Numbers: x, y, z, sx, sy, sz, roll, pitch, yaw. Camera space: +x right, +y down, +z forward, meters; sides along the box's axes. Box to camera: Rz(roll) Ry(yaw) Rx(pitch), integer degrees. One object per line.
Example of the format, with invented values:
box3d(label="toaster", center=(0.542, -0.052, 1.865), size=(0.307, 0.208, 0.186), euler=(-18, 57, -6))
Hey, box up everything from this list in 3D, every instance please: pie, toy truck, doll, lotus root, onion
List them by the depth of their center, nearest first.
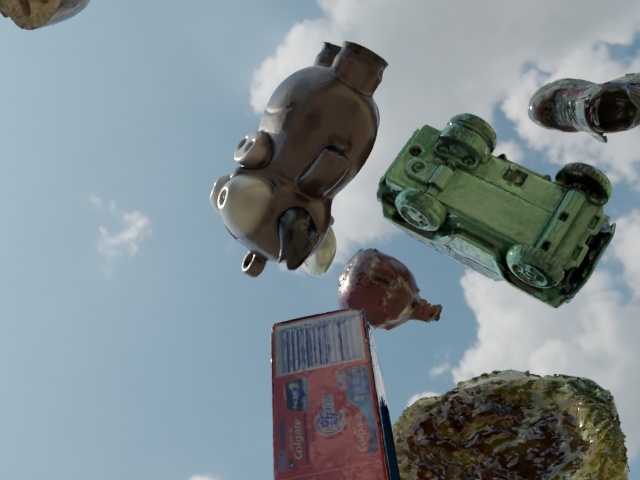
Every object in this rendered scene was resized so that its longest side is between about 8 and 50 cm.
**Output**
box3d(label="doll", center=(-0.020, -0.081, 0.753), size=(0.117, 0.182, 0.257), euler=(32, -89, -23))
box3d(label="lotus root", center=(-0.318, -0.307, 0.847), size=(0.122, 0.112, 0.081), euler=(-43, -10, 27))
box3d(label="pie", center=(0.215, 0.274, 0.873), size=(0.288, 0.354, 0.103), euler=(-7, -57, 23))
box3d(label="toy truck", center=(0.216, -0.038, 0.915), size=(0.155, 0.279, 0.156), euler=(-55, -20, -17))
box3d(label="onion", center=(0.119, 0.113, 1.334), size=(0.198, 0.173, 0.135), euler=(34, -103, 6))

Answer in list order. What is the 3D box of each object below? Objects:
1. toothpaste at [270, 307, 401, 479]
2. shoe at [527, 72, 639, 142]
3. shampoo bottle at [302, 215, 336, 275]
box3d(label="toothpaste", center=(0.016, 0.176, 0.357), size=(0.066, 0.320, 0.076), euler=(-12, -49, 7))
box3d(label="shoe", center=(0.451, -0.211, 1.216), size=(0.228, 0.125, 0.099), euler=(-3, -61, 33))
box3d(label="shampoo bottle", center=(0.000, 0.000, 1.190), size=(0.045, 0.077, 0.152), euler=(-14, -21, -19))
